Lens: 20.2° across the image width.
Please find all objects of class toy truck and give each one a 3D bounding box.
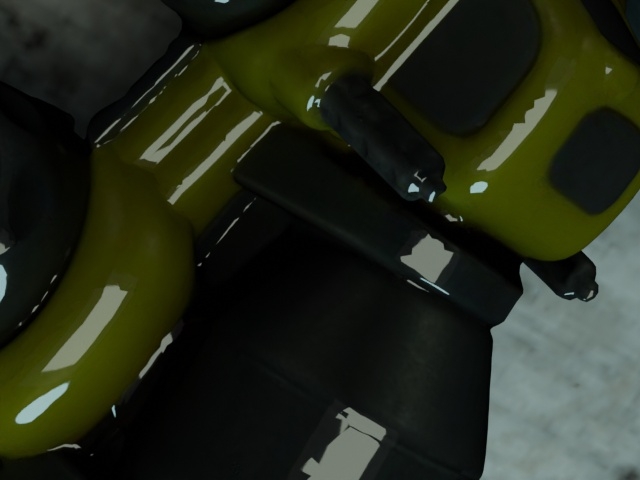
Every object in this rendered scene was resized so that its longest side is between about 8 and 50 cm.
[{"bbox_3d":[0.000,0.000,0.449,0.224,0.165,0.147,-49,142,8],"label":"toy truck"}]

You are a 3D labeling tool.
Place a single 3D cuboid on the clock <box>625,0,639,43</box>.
[{"bbox_3d":[0.240,-0.088,0.536,0.312,0.061,0.312,-3,113,-8],"label":"clock"}]
